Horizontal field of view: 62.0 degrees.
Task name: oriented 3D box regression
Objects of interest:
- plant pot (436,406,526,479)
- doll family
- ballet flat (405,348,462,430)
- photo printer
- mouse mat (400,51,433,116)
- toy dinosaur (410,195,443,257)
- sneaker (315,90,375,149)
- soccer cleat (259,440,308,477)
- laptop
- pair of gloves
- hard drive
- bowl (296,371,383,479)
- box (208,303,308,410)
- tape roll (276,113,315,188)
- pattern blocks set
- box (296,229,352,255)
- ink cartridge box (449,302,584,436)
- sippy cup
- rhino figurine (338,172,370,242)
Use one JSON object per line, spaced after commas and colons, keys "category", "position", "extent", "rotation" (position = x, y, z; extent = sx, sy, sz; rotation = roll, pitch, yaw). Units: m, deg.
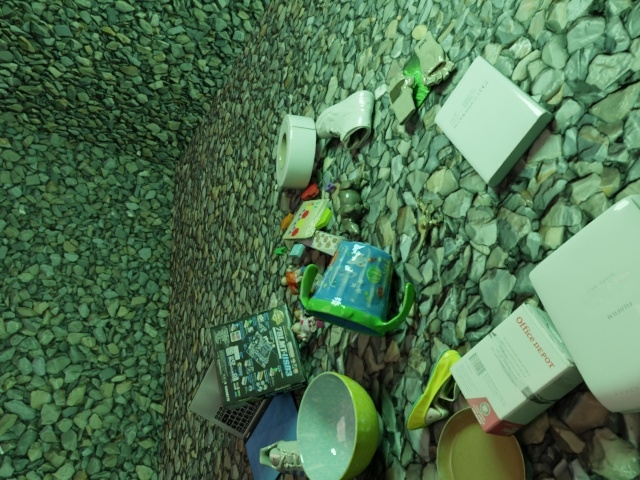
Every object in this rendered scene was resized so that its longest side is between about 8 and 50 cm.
{"category": "plant pot", "position": [0.339, 0.473, 1.117], "extent": [0.236, 0.032, 0.236], "rotation": [-30, 53, 51]}
{"category": "doll family", "position": [-0.047, 0.210, 1.835], "extent": [0.163, 0.118, 0.262], "rotation": [-26, 73, 46]}
{"category": "ballet flat", "position": [0.274, 0.365, 1.238], "extent": [0.077, 0.077, 0.230], "rotation": [34, 106, 41]}
{"category": "photo printer", "position": [0.519, 0.114, 0.887], "extent": [0.256, 0.107, 0.307], "rotation": [-50, 38, 37]}
{"category": "mouse mat", "position": [0.289, -0.487, 1.640], "extent": [0.152, 0.007, 0.189], "rotation": [-56, 36, 30]}
{"category": "toy dinosaur", "position": [0.284, -0.044, 1.430], "extent": [0.092, 0.053, 0.183], "rotation": [128, 153, -61]}
{"category": "sneaker", "position": [0.073, -0.385, 1.863], "extent": [0.293, 0.108, 0.169], "rotation": [-25, 53, 52]}
{"category": "soccer cleat", "position": [-0.065, 0.661, 1.603], "extent": [0.331, 0.143, 0.116], "rotation": [-29, 54, 48]}
{"category": "laptop", "position": [-0.282, 0.640, 1.911], "extent": [0.382, 0.408, 0.236], "rotation": [-61, -1, 23]}
{"category": "pair of gloves", "position": [0.289, -0.478, 1.589], "extent": [0.240, 0.042, 0.204], "rotation": [-51, 34, 32]}
{"category": "hard drive", "position": [0.412, -0.301, 1.316], "extent": [0.203, 0.040, 0.307], "rotation": [-57, 35, 29]}
{"category": "bowl", "position": [0.073, 0.506, 1.429], "extent": [0.289, 0.156, 0.289], "rotation": [-31, 53, 51]}
{"category": "box", "position": [-0.217, 0.398, 1.839], "extent": [0.073, 0.293, 0.295], "rotation": [70, -178, -60]}
{"category": "tape roll", "position": [-0.099, -0.343, 2.065], "extent": [0.286, 0.100, 0.286], "rotation": [-175, 90, -76]}
{"category": "pattern blocks set", "position": [-0.050, -0.076, 1.911], "extent": [0.324, 0.026, 0.285], "rotation": [-57, 29, -13]}
{"category": "box", "position": [0.000, 0.000, 1.864], "extent": [0.324, 0.067, 0.063], "rotation": [20, 94, 59]}
{"category": "ink cartridge box", "position": [0.386, 0.254, 1.043], "extent": [0.218, 0.092, 0.158], "rotation": [-51, 37, 24]}
{"category": "sippy cup", "position": [0.100, 0.130, 1.499], "extent": [0.240, 0.306, 0.224], "rotation": [107, -178, -76]}
{"category": "rhino figurine", "position": [0.103, -0.097, 1.723], "extent": [0.106, 0.073, 0.243], "rotation": [-22, 60, 50]}
